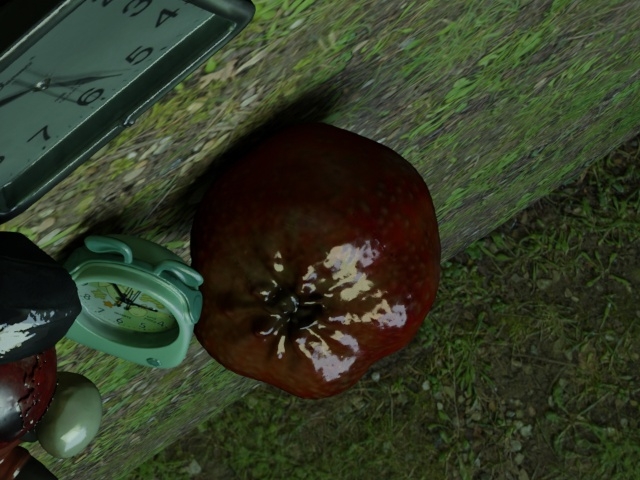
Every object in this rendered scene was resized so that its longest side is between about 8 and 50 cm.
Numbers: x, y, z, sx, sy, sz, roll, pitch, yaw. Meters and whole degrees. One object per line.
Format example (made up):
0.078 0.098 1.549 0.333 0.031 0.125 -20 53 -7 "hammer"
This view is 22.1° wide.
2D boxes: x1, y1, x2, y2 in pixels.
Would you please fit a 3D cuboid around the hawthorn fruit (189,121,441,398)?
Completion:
0.000 0.000 1.751 0.287 0.287 0.330 -42 -168 27 "hawthorn fruit"

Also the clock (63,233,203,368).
-0.185 0.053 1.623 0.188 0.148 0.060 124 -14 -55 "clock"

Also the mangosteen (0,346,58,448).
-0.297 0.086 1.353 0.166 0.180 0.166 -7 161 -3 "mangosteen"

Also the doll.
-0.376 0.192 1.564 0.330 0.174 0.235 -41 139 8 "doll"

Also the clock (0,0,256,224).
-0.191 -0.107 1.130 0.273 0.049 0.279 -38 170 11 "clock"

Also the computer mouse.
-0.274 0.047 1.227 0.192 0.106 0.062 5 -164 -12 "computer mouse"
